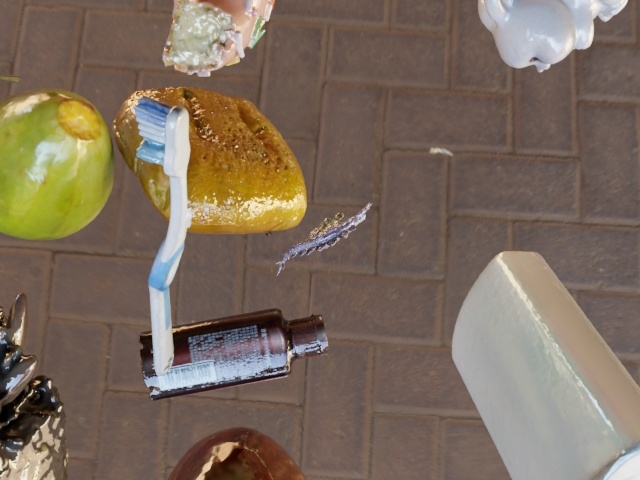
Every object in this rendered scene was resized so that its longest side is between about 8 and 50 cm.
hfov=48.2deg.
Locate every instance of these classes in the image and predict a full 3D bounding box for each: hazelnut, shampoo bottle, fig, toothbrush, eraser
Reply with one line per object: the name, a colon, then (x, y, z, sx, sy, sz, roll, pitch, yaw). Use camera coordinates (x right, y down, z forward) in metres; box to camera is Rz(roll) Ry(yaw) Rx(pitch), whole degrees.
hazelnut: (-0.170, 0.578, 1.412, 0.352, 0.421, 0.421, -1, 76, 15)
shampoo bottle: (-0.150, 0.194, 1.268, 0.322, 0.084, 0.129, -11, 90, -4)
fig: (-0.483, -0.147, 1.256, 0.258, 0.326, 0.258, 17, 56, -28)
toothbrush: (-0.132, 0.026, 0.625, 0.040, 0.386, 0.040, 5, 53, -7)
eraser: (0.245, 0.170, 0.778, 0.104, 0.189, 0.290, -1, 38, -15)

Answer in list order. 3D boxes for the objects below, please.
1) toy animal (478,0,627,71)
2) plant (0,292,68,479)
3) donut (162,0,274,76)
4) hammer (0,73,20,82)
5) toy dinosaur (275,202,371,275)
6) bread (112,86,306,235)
toy animal: (0.336, -0.356, 1.054, 0.193, 0.127, 0.179, -28, 100, 10)
plant: (-0.431, 0.225, 0.929, 0.181, 0.194, 0.321, -2, 104, 24)
donut: (-0.103, -0.283, 0.696, 0.085, 0.233, 0.199, 21, 71, 19)
hammer: (-0.616, -0.297, 1.280, 0.062, 0.199, 0.013, -16, 91, 19)
toy dinosaur: (-0.002, -0.002, 1.174, 0.208, 0.082, 0.039, -34, 97, 21)
bread: (-0.188, -0.157, 1.340, 0.336, 0.148, 0.328, 0, 41, -39)
